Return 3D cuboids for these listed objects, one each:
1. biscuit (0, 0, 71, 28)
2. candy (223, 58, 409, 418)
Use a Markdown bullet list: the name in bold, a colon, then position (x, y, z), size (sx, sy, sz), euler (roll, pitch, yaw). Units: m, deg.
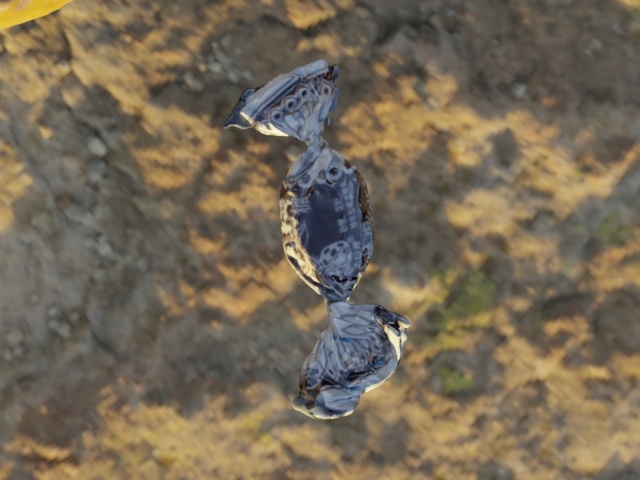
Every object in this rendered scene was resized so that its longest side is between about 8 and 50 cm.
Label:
- **biscuit**: position (-0.154, -0.178, 0.661), size (0.213, 0.091, 0.274), euler (-37, 149, -6)
- **candy**: position (0.000, 0.000, 1.086), size (0.094, 0.051, 0.226), euler (-11, 96, -14)
